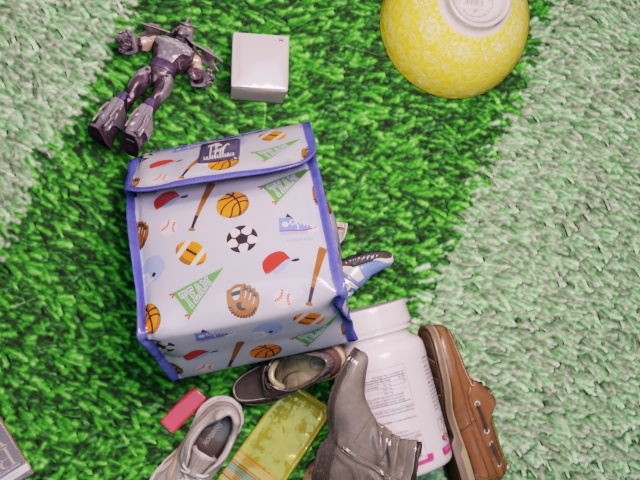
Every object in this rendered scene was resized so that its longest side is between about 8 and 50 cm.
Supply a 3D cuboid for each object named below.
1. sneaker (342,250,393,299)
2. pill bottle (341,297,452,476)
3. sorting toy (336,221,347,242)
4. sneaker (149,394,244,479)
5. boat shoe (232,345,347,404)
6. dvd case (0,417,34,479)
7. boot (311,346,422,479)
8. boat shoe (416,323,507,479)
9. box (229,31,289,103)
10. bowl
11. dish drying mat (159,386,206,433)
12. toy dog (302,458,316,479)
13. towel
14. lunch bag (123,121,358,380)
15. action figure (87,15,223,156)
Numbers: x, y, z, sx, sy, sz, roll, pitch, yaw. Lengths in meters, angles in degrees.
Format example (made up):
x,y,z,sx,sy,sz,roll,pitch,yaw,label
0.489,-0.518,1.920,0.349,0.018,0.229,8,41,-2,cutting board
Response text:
x,y,z,sx,sy,sz,roll,pitch,yaw,label
0.035,0.078,1.469,0.211,0.080,0.081,-24,90,0,sneaker
0.114,0.251,1.419,0.160,0.160,0.283,-13,87,-10,pill bottle
0.000,0.000,1.487,0.083,0.045,0.075,8,91,-8,sorting toy
-0.215,0.378,1.374,0.099,0.121,0.262,29,81,-5,sneaker
-0.064,0.222,1.386,0.223,0.073,0.080,-21,73,25,boat shoe
-0.603,0.336,1.368,0.164,0.018,0.221,-31,90,-11,dvd case
0.089,0.301,1.313,0.161,0.083,0.246,14,101,15,boot
0.250,0.287,1.473,0.104,0.111,0.307,-15,96,-15,boat shoe
-0.109,-0.304,1.472,0.102,0.087,0.101,3,84,-9,box
0.263,-0.418,1.509,0.289,0.156,0.289,1,84,-9,bowl
-0.237,0.293,1.436,0.032,0.008,0.083,44,81,-3,dish drying mat
-0.030,0.509,1.371,0.220,0.161,0.334,32,81,-5,toy dog
-0.084,0.368,1.447,0.102,0.021,0.237,37,80,-5,towel
-0.137,-0.012,1.346,0.328,0.239,0.385,-10,59,0,lunch bag
-0.281,-0.278,1.424,0.185,0.099,0.285,21,67,11,action figure
